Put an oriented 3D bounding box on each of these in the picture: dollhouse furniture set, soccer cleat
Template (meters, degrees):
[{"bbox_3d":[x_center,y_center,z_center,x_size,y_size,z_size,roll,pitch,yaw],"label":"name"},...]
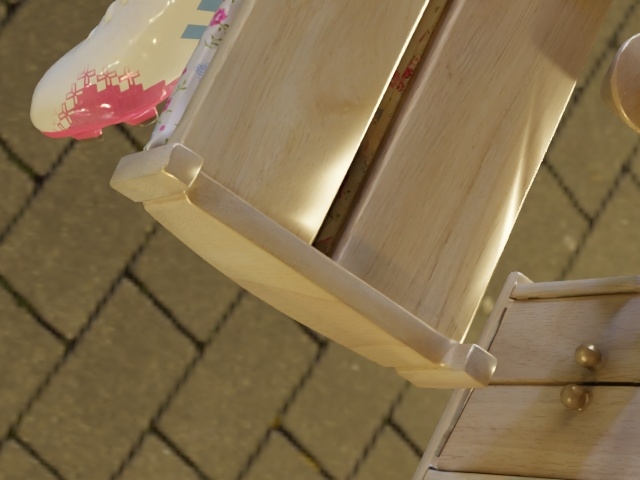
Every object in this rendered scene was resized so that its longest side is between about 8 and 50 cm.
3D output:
[{"bbox_3d":[0.000,0.000,0.659,0.355,0.174,0.303,36,68,-24],"label":"dollhouse furniture set"},{"bbox_3d":[-0.103,-0.199,1.403,0.331,0.116,0.143,-25,119,12],"label":"soccer cleat"}]
